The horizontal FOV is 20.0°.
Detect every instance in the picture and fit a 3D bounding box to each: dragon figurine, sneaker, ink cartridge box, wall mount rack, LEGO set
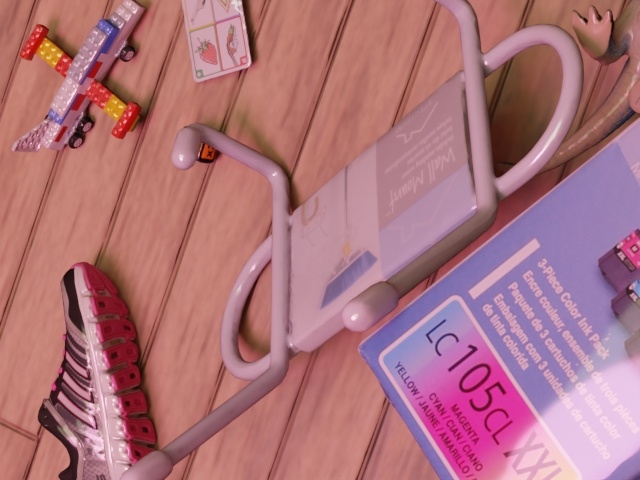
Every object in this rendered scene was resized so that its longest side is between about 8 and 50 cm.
[{"bbox_3d":[0.227,-0.138,1.098,0.085,0.144,0.289,42,124,20],"label":"dragon figurine"},{"bbox_3d":[-0.169,0.102,1.286,0.074,0.063,0.170,-14,85,18],"label":"sneaker"},{"bbox_3d":[0.249,-0.002,0.977,0.395,0.270,0.151,-41,72,18],"label":"ink cartridge box"},{"bbox_3d":[0.000,0.000,1.092,0.350,0.130,0.304,-40,36,37],"label":"wall mount rack"},{"bbox_3d":[-0.143,-0.164,1.298,0.182,0.060,0.244,-14,81,28],"label":"LEGO set"}]
